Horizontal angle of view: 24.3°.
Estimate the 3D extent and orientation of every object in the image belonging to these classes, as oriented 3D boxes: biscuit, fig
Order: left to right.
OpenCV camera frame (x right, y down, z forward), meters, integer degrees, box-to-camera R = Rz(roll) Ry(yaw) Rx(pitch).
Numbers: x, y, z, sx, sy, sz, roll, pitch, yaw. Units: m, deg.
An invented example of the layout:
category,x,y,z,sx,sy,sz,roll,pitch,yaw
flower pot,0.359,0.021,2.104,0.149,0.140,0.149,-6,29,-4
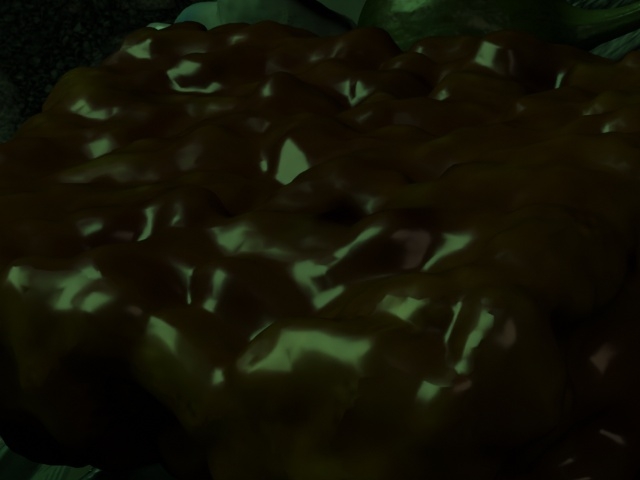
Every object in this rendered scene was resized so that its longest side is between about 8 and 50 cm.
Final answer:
category,x,y,z,sx,sy,sz,roll,pitch,yaw
biscuit,0.000,0.000,0.556,0.312,0.110,0.318,9,29,28
fig,0.146,-0.137,0.954,0.245,0.149,0.149,-11,24,22

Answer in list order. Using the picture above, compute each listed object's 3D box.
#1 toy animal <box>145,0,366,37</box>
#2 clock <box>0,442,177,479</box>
category,x,y,z,sx,sy,sz,roll,pitch,yaw
toy animal,-0.030,-0.130,1.215,0.249,0.174,0.289,-8,-38,-16
clock,-0.100,0.104,0.921,0.325,0.067,0.325,-40,12,10
